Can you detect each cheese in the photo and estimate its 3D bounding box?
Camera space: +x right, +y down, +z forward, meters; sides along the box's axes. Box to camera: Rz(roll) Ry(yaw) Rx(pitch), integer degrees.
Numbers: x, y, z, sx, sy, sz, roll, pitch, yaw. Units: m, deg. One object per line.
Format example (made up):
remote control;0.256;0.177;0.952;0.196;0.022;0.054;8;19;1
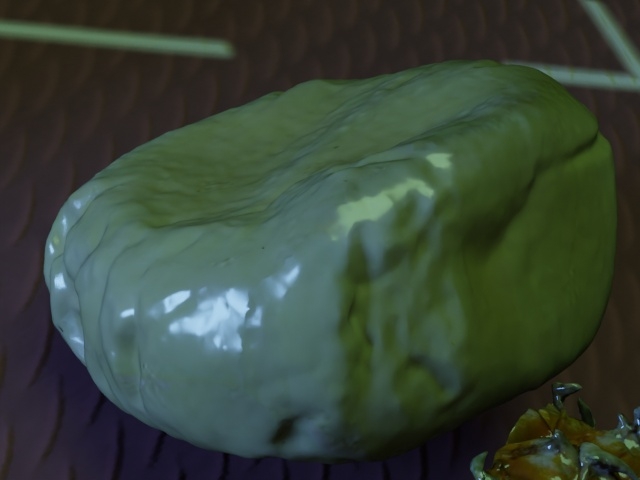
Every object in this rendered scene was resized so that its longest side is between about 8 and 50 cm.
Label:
cheese;0.000;0.000;0.615;0.226;0.117;0.214;-23;23;-34

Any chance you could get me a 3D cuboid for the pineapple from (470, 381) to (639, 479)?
pineapple;0.074;0.123;0.510;0.079;0.135;0.233;26;39;12
